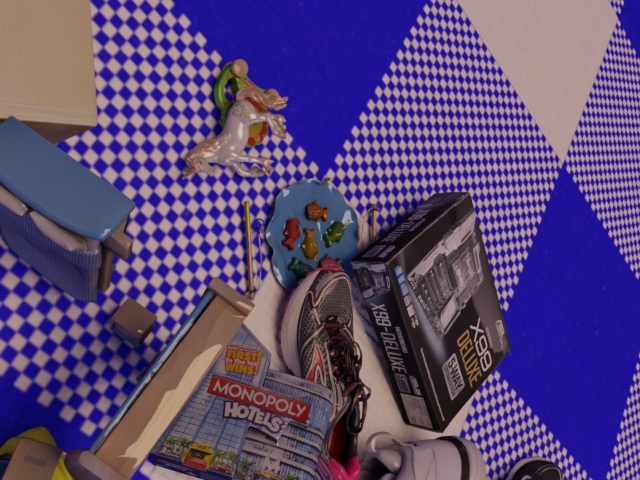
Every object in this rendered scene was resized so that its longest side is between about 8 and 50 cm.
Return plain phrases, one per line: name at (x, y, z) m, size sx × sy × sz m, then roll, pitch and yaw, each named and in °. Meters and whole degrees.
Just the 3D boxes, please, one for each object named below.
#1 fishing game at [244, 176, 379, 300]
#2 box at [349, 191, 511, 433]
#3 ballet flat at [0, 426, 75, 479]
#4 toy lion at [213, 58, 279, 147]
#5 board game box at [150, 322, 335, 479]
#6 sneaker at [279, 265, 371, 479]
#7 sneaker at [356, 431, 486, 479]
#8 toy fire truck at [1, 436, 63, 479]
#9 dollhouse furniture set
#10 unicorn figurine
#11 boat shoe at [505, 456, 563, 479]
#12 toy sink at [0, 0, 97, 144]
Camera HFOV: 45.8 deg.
fishing game at (0.000, 0.000, 1.101) m, size 0.264 × 0.041 × 0.189 m, roll 4°, pitch 85°, yaw -43°
box at (0.188, 0.110, 1.217) m, size 0.242 × 0.076 × 0.307 m, roll -36°, pitch 116°, yaw -39°
ballet flat at (-0.264, 0.298, 0.807) m, size 0.231 × 0.077 × 0.077 m, roll 66°, pitch 21°, yaw -14°
toy lion at (-0.107, -0.180, 1.031) m, size 0.100 × 0.034 × 0.096 m, roll 40°, pitch 68°, yaw -32°
board game box at (-0.083, 0.204, 0.935) m, size 0.194 × 0.060 × 0.194 m, roll 16°, pitch 58°, yaw 1°
sneaker at (0.018, 0.184, 1.041) m, size 0.121 × 0.112 × 0.299 m, roll 7°, pitch 83°, yaw -43°
sneaker at (0.115, 0.457, 1.099) m, size 0.210 × 0.137 × 0.366 m, roll 20°, pitch 75°, yaw -32°
toy fire truck at (-0.259, 0.336, 0.706) m, size 0.217 × 0.158 × 0.246 m, roll 17°, pitch 104°, yaw -29°
dollhouse furniture set at (-0.264, 0.083, 0.744) m, size 0.303 × 0.286 × 0.198 m, roll 37°, pitch 61°, yaw -1°
unicorn figurine at (-0.109, -0.127, 0.992) m, size 0.111 × 0.060 × 0.162 m, roll 22°, pitch 75°, yaw -19°
boat shoe at (0.362, 0.473, 1.346) m, size 0.302 × 0.091 × 0.114 m, roll -17°, pitch 97°, yaw -42°
toy sink at (-0.314, -0.218, 0.758) m, size 0.131 × 0.153 × 0.234 m, roll -3°, pitch 86°, yaw -43°
